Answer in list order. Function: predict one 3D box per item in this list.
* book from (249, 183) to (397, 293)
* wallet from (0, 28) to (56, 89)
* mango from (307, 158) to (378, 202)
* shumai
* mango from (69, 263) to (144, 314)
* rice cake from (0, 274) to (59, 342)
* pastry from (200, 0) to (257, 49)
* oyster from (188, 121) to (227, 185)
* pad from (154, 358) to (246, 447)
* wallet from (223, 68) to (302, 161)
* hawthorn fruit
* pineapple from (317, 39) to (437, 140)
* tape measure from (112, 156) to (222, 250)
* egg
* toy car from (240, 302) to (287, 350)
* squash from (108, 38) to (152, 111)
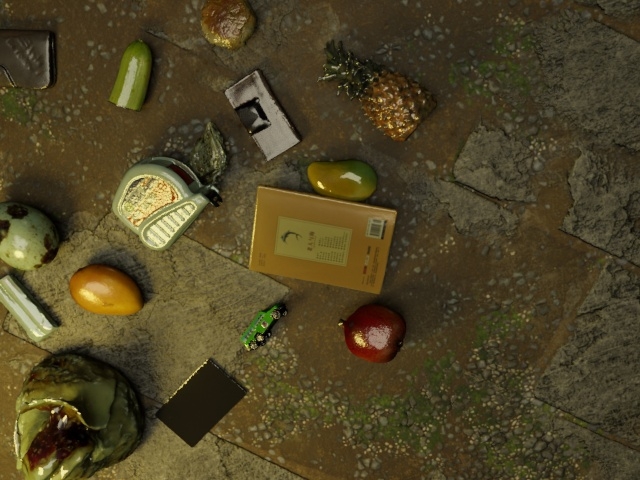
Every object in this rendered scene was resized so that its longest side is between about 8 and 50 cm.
[{"bbox_3d":[0.000,0.000,1.824,0.389,0.032,0.268,12,116,3],"label":"book"},{"bbox_3d":[-0.895,-0.511,1.837,0.310,0.042,0.165,5,100,4],"label":"wallet"},{"bbox_3d":[0.062,-0.161,1.796,0.191,0.085,0.122,0,116,14],"label":"mango"},{"bbox_3d":[-0.726,0.551,1.874,0.396,0.348,0.394,1,105,3],"label":"shumai"},{"bbox_3d":[-0.616,0.148,1.906,0.220,0.112,0.144,21,102,-11],"label":"mango"},{"bbox_3d":[-0.889,0.202,1.972,0.085,0.040,0.226,-38,95,11],"label":"rice cake"},{"bbox_3d":[-0.244,-0.583,1.741,0.154,0.081,0.153,2,103,9],"label":"pastry"},{"bbox_3d":[-0.310,-0.230,1.829,0.125,0.064,0.177,35,112,12],"label":"oyster"},{"bbox_3d":[-0.366,0.496,1.997,0.159,0.009,0.265,43,103,-4],"label":"pad"},{"bbox_3d":[-0.158,-0.341,1.800,0.124,0.042,0.230,-31,98,8],"label":"wallet"},{"bbox_3d":[0.143,0.250,1.828,0.188,0.169,0.169,25,102,12],"label":"hawthorn fruit"},{"bbox_3d":[0.132,-0.407,1.710,0.340,0.169,0.169,40,102,4],"label":"pineapple"},{"bbox_3d":[-0.431,-0.112,1.818,0.246,0.125,0.243,44,113,-5],"label":"tape measure"},{"bbox_3d":[-0.847,-0.017,1.864,0.231,0.169,0.169,44,102,11],"label":"egg"},{"bbox_3d":[-0.163,0.244,1.899,0.062,0.071,0.165,39,102,12],"label":"toy car"},{"bbox_3d":[-0.505,-0.452,1.789,0.095,0.095,0.187,21,99,1],"label":"squash"}]
